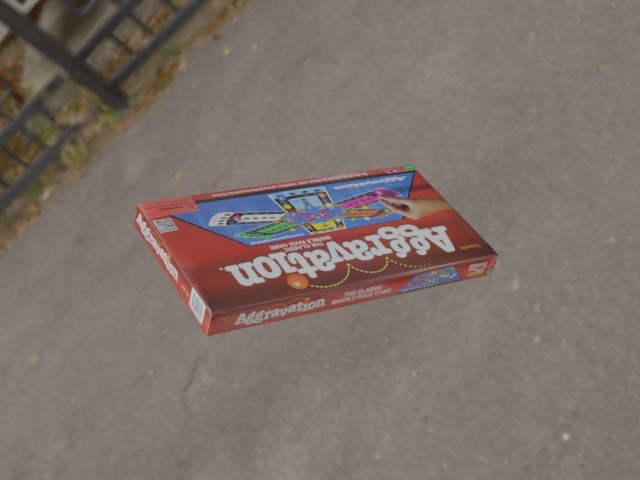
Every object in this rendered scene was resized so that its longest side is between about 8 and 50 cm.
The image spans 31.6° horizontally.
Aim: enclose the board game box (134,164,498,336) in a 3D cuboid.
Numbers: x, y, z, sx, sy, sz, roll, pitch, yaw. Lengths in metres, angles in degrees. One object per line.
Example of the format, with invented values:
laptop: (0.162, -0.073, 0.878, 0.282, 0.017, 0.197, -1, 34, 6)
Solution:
board game box: (0.000, 0.000, 0.965, 0.145, 0.281, 0.027, 51, 139, 38)
